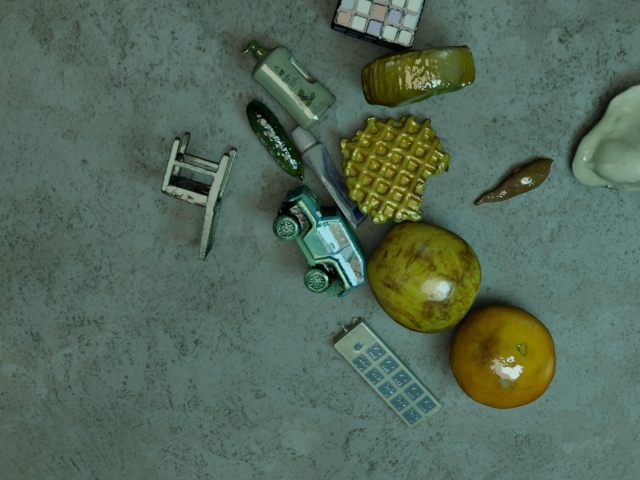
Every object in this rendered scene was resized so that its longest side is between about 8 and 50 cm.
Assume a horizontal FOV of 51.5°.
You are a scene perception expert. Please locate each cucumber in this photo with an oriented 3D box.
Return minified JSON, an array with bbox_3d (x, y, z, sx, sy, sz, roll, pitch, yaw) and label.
[{"bbox_3d":[-0.105,-0.239,1.609,0.069,0.069,0.227,-33,107,7],"label":"cucumber"}]

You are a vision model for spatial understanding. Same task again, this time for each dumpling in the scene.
[{"bbox_3d":[0.760,-0.241,1.557,0.317,0.187,0.243,-12,108,5],"label":"dumpling"}]

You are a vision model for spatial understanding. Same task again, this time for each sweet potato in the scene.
[{"bbox_3d":[0.486,-0.140,1.643,0.226,0.068,0.068,-31,103,7],"label":"sweet potato"}]

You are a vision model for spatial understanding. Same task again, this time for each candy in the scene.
[{"bbox_3d":[0.218,-0.367,1.484,0.259,0.260,0.118,-9,101,1],"label":"candy"}]

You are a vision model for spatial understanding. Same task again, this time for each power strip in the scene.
[{"bbox_3d":[0.174,0.352,1.772,0.106,0.043,0.367,-41,101,8],"label":"power strip"}]

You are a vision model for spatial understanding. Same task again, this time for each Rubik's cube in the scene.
[{"bbox_3d":[0.133,-0.536,1.475,0.184,0.187,0.182,16,104,-2],"label":"Rubik's cube"}]

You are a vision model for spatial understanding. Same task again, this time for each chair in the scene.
[{"bbox_3d":[-0.308,-0.108,1.600,0.147,0.136,0.271,17,105,-4],"label":"chair"}]

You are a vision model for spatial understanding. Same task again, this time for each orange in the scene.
[{"bbox_3d":[0.452,0.288,1.652,0.260,0.261,0.261,0,104,-1],"label":"orange"}]

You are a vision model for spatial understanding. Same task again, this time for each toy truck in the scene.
[{"bbox_3d":[0.000,0.000,1.620,0.156,0.155,0.279,-27,104,9],"label":"toy truck"}]

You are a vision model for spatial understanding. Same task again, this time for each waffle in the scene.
[{"bbox_3d":[0.182,-0.176,1.588,0.290,0.051,0.291,0,78,2],"label":"waffle"}]

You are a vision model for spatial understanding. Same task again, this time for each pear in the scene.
[{"bbox_3d":[0.246,0.087,1.592,0.280,0.281,0.281,0,104,-1],"label":"pear"}]

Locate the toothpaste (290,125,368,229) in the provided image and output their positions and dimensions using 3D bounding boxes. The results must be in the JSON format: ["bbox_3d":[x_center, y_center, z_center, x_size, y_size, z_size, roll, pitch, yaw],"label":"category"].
[{"bbox_3d":[0.021,-0.157,1.613,0.099,0.068,0.283,-38,96,-35],"label":"toothpaste"}]

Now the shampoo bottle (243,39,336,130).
[{"bbox_3d":[-0.080,-0.376,1.552,0.234,0.087,0.118,44,61,-10],"label":"shampoo bottle"}]
